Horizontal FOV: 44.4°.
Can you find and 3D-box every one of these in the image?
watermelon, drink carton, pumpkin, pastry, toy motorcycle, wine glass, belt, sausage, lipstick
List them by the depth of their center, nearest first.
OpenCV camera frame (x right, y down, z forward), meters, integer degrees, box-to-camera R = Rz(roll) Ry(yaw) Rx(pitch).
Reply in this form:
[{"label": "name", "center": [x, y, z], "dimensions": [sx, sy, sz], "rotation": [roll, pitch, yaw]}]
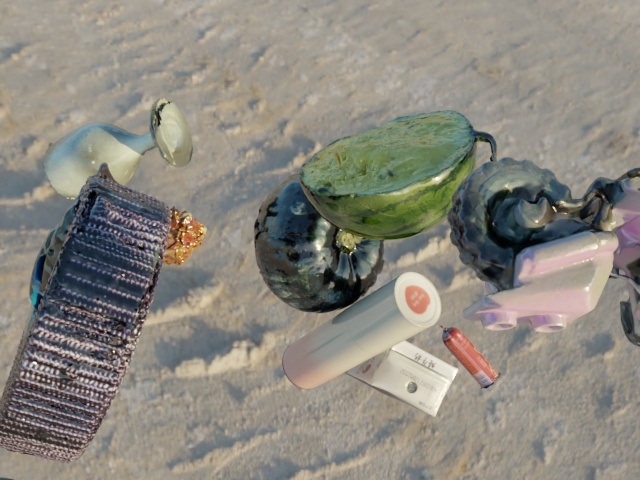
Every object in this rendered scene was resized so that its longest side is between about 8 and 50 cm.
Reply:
[{"label": "toy motorcycle", "center": [0.256, 0.033, 0.586], "dimensions": [0.327, 0.143, 0.188], "rotation": [3, 68, -14]}, {"label": "belt", "center": [-0.249, 0.086, 0.808], "dimensions": [0.122, 0.325, 0.260], "rotation": [19, 44, -18]}, {"label": "watermelon", "center": [0.097, -0.070, 0.951], "dimensions": [0.232, 0.127, 0.204], "rotation": [-13, 28, 7]}, {"label": "pastry", "center": [-0.231, -0.004, 1.008], "dimensions": [0.169, 0.087, 0.063], "rotation": [7, 59, 18]}, {"label": "lipstick", "center": [0.055, 0.150, 1.238], "dimensions": [0.087, 0.327, 0.087], "rotation": [17, 57, -28]}, {"label": "pumpkin", "center": [0.000, 0.000, 1.266], "dimensions": [0.163, 0.233, 0.233], "rotation": [-3, 30, 48]}, {"label": "wine glass", "center": [-0.341, -0.149, 1.317], "dimensions": [0.241, 0.126, 0.126], "rotation": [-13, 40, 23]}, {"label": "drink carton", "center": [0.132, 0.231, 1.413], "dimensions": [0.134, 0.222, 0.102], "rotation": [32, 82, -13]}, {"label": "sausage", "center": [0.270, 0.209, 1.451], "dimensions": [0.145, 0.048, 0.050], "rotation": [47, 14, -7]}]

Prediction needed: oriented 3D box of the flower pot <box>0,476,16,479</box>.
[{"label": "flower pot", "center": [-0.474, 0.491, 1.191], "dimensions": [0.212, 0.202, 0.212], "rotation": [-7, 56, 10]}]
